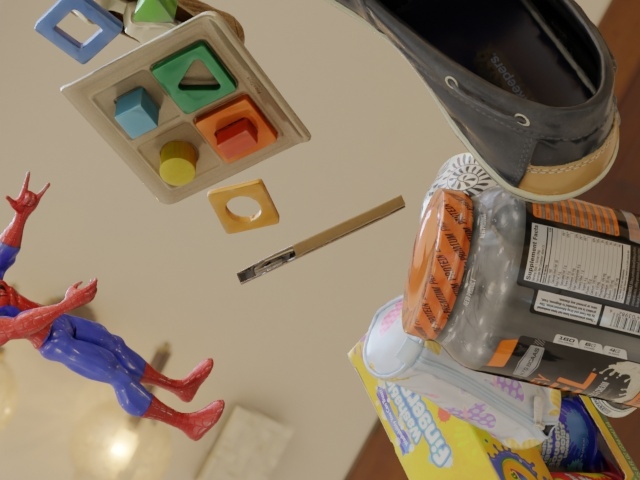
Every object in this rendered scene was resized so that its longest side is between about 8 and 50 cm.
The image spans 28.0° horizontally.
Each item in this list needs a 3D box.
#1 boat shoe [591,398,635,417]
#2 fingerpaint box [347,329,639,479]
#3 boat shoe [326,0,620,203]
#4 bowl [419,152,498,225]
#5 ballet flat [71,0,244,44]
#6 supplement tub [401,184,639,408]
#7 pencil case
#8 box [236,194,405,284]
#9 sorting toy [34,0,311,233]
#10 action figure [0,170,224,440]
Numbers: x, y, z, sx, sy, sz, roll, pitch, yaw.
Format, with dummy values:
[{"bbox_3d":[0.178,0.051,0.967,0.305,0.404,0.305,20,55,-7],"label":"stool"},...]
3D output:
[{"bbox_3d":[0.397,0.123,1.455,0.078,0.219,0.070,49,148,9],"label":"boat shoe"},{"bbox_3d":[0.300,0.318,2.036,0.371,0.163,0.444,10,-138,-41],"label":"fingerpaint box"},{"bbox_3d":[0.102,-0.255,1.191,0.500,0.187,0.156,53,167,19],"label":"boat shoe"},{"bbox_3d":[0.167,-0.006,1.444,0.170,0.170,0.080,31,-133,34],"label":"bowl"},{"bbox_3d":[-0.278,-0.337,1.890,0.342,0.116,0.124,27,-151,-1],"label":"ballet flat"},{"bbox_3d":[0.252,0.055,1.288,0.316,0.193,0.193,14,-174,-4],"label":"supplement tub"},{"bbox_3d":[0.180,0.168,1.602,0.273,0.113,0.124,31,-158,-31],"label":"pencil case"},{"bbox_3d":[0.000,0.000,1.775,0.164,0.201,0.021,-26,89,55],"label":"box"},{"bbox_3d":[-0.133,-0.118,1.282,0.347,0.196,0.047,51,-152,-37],"label":"sorting toy"},{"bbox_3d":[-0.188,0.054,1.045,0.280,0.139,0.091,25,-159,-29],"label":"action figure"}]
